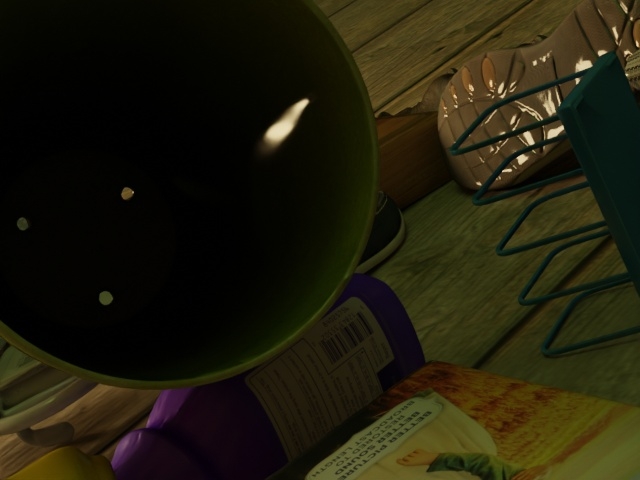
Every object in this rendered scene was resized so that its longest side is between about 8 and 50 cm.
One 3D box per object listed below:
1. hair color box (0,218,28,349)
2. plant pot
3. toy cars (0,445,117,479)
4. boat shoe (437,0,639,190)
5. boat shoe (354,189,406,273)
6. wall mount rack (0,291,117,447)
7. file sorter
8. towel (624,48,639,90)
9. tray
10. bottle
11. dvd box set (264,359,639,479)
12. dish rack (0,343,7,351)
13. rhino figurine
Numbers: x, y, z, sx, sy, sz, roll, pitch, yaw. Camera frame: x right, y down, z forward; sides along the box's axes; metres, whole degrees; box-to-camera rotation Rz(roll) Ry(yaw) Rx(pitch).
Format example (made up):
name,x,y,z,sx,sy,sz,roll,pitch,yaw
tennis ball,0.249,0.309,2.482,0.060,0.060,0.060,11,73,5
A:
name,x,y,z,sx,sy,sz,roll,pitch,yaw
hair color box,-0.342,0.088,1.476,0.374,0.113,0.185,-55,13,-28
plant pot,-0.135,-0.028,1.174,0.274,0.275,0.293,-28,-1,-18
toy cars,-0.274,0.215,1.074,0.393,0.087,0.176,-23,34,39
boat shoe,0.237,-0.127,1.662,0.130,0.132,0.355,-2,-11,-30
boat shoe,0.000,0.000,1.639,0.095,0.079,0.254,-14,17,35
wall mount rack,-0.127,0.099,1.403,0.304,0.130,0.350,-26,14,5
file sorter,0.177,-0.022,1.252,0.104,0.170,0.118,-18,15,30
towel,0.443,-0.211,1.415,0.324,0.056,0.312,-21,2,-38
tray,-0.069,-0.012,1.811,0.411,0.076,0.203,-30,16,-29
bottle,-0.049,0.128,1.164,0.092,0.118,0.283,-4,24,47
dvd box set,0.059,0.184,0.843,0.307,0.062,0.420,-34,18,-20
dish rack,-0.350,0.146,1.687,0.208,0.074,0.271,-27,16,-7
rhino figurine,0.150,-0.151,1.977,0.243,0.073,0.106,-23,11,8
